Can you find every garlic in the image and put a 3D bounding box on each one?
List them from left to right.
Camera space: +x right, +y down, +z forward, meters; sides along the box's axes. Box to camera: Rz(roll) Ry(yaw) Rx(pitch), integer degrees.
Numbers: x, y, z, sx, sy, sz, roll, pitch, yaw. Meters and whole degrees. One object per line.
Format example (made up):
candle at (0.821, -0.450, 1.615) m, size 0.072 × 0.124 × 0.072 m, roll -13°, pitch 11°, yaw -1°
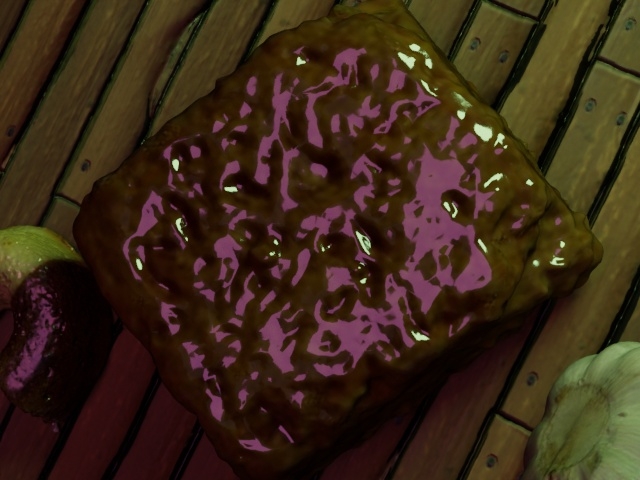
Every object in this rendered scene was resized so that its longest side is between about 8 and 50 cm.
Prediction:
garlic at (0.285, 0.206, 1.185) m, size 0.212 × 0.218 × 0.219 m, roll 28°, pitch 91°, yaw -17°

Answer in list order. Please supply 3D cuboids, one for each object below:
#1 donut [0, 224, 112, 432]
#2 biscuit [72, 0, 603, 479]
donut at (-0.298, 0.062, 1.403) m, size 0.141 × 0.085 × 0.217 m, roll -46°, pitch 72°, yaw 6°
biscuit at (0.000, 0.000, 1.285) m, size 0.395 × 0.166 × 0.343 m, roll -40°, pitch 72°, yaw 9°
